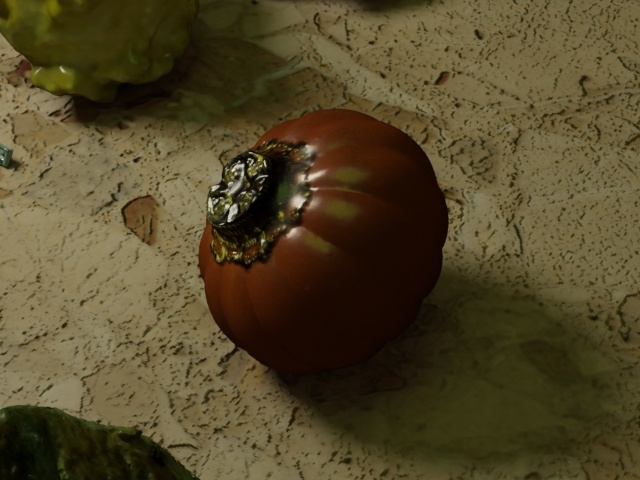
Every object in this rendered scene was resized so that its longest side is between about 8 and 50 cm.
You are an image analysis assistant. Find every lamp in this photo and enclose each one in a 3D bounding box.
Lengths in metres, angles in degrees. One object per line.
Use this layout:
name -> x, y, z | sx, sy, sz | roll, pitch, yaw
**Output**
lamp -> 0.000, 0.000, 1.391 | 0.223, 0.196, 0.223 | -29, 46, 35

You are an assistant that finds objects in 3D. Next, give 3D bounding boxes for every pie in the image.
pie -> -0.160, 0.237, 1.179 | 0.277, 0.078, 0.277 | 17, 52, -23

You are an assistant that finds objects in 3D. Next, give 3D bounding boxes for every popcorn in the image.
popcorn -> -0.241, -0.282, 1.672 | 0.242, 0.250, 0.235 | 27, 62, 32

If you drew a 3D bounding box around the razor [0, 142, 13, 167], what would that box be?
razor -> -0.378, -0.046, 1.603 | 0.068, 0.037, 0.191 | 27, 54, 29
